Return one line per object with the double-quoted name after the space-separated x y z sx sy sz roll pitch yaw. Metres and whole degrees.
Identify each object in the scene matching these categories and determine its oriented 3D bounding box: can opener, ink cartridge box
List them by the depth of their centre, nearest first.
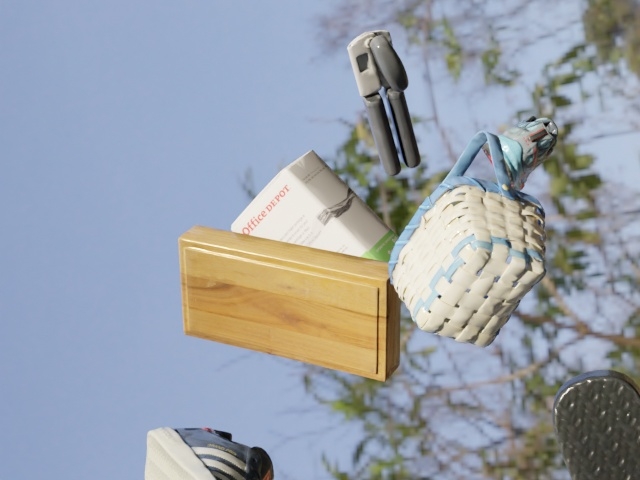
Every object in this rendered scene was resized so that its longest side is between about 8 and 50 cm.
0.115 -0.220 2.304 0.095 0.076 0.283 -120 9 -53 "can opener"
0.000 0.000 2.550 0.273 0.198 0.115 46 -143 2 "ink cartridge box"

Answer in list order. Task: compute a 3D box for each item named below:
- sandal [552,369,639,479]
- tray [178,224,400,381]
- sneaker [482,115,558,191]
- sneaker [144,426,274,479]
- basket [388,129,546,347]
0.431 0.387 1.891 0.107 0.168 0.445 -31 -70 -75 "sandal"
-0.059 0.110 2.487 0.076 0.411 0.202 -40 -44 -54 "tray"
0.353 -0.151 2.350 0.104 0.125 0.262 57 -174 0 "sneaker"
-0.112 0.342 1.827 0.148 0.350 0.131 -3 -65 -26 "sneaker"
0.216 0.004 2.099 0.201 0.254 0.289 15 -142 -25 "basket"
